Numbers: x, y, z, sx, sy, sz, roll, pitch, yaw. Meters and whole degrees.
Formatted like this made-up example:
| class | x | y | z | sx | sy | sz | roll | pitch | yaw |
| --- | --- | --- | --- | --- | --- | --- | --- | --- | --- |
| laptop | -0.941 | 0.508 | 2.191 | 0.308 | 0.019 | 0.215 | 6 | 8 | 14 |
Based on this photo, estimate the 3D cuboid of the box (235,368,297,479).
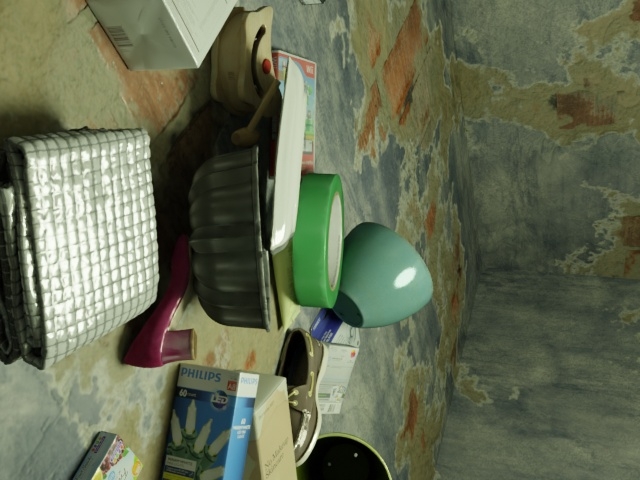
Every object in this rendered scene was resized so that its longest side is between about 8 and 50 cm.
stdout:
| class | x | y | z | sx | sy | sz | roll | pitch | yaw |
| --- | --- | --- | --- | --- | --- | --- | --- | --- | --- |
| box | -0.139 | 0.442 | 1.411 | 0.148 | 0.121 | 0.311 | -42 | 132 | -58 |

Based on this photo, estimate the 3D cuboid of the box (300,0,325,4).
| class | x | y | z | sx | sy | sz | roll | pitch | yaw |
| --- | --- | --- | --- | --- | --- | --- | --- | --- | --- |
| box | -0.051 | -0.690 | 1.512 | 0.270 | 0.060 | 0.217 | 29 | 67 | -65 |

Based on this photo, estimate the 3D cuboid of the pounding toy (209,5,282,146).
| class | x | y | z | sx | sy | sz | roll | pitch | yaw |
| --- | --- | --- | --- | --- | --- | --- | --- | --- | --- |
| pounding toy | -0.111 | -0.316 | 1.314 | 0.154 | 0.154 | 0.270 | -15 | 110 | -63 |

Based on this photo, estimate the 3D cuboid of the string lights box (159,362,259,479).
| class | x | y | z | sx | sy | sz | roll | pitch | yaw |
| --- | --- | --- | --- | --- | --- | --- | --- | --- | --- |
| string lights box | -0.204 | 0.363 | 1.233 | 0.076 | 0.133 | 0.260 | 29 | 66 | -64 |

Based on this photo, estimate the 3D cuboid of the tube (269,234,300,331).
| class | x | y | z | sx | sy | sz | roll | pitch | yaw |
| --- | --- | --- | --- | --- | --- | --- | --- | --- | --- |
| tube | -0.078 | 0.094 | 1.587 | 0.070 | 0.062 | 0.240 | -18 | 121 | -20 |

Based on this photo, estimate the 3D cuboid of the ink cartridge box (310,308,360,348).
| class | x | y | z | sx | sy | sz | roll | pitch | yaw |
| --- | --- | --- | --- | --- | --- | --- | --- | --- | --- |
| ink cartridge box | 0.047 | 0.272 | 1.910 | 0.223 | 0.045 | 0.224 | -55 | 142 | -49 |

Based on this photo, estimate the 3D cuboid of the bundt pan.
| class | x | y | z | sx | sy | sz | roll | pitch | yaw |
| --- | --- | --- | --- | --- | --- | --- | --- | --- | --- |
| bundt pan | -0.158 | 0.001 | 1.195 | 0.331 | 0.124 | 0.331 | 175 | -90 | -87 |

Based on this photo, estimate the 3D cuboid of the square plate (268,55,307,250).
| class | x | y | z | sx | sy | sz | roll | pitch | yaw |
| --- | --- | --- | --- | --- | --- | --- | --- | --- | --- |
| square plate | -0.064 | -0.144 | 1.342 | 0.347 | 0.049 | 0.344 | 142 | -46 | -85 |

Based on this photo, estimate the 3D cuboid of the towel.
| class | x | y | z | sx | sy | sz | roll | pitch | yaw |
| --- | --- | --- | --- | --- | --- | --- | --- | --- | --- |
| towel | -0.336 | -0.006 | 0.896 | 0.235 | 0.121 | 0.284 | -31 | 123 | -60 |

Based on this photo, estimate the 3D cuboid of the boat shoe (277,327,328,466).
| class | x | y | z | sx | sy | sz | roll | pitch | yaw |
| --- | --- | --- | --- | --- | --- | --- | --- | --- | --- |
| boat shoe | -0.057 | 0.357 | 1.579 | 0.097 | 0.116 | 0.325 | 48 | 40 | -37 |

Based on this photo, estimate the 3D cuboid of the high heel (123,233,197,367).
| class | x | y | z | sx | sy | sz | roll | pitch | yaw |
| --- | --- | --- | --- | --- | --- | --- | --- | --- | --- |
| high heel | -0.271 | 0.099 | 1.159 | 0.082 | 0.117 | 0.244 | 92 | -7 | -65 |

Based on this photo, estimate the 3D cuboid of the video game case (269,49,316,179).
| class | x | y | z | sx | sy | sz | roll | pitch | yaw |
| --- | --- | --- | --- | --- | --- | --- | --- | --- | --- |
| video game case | -0.062 | -0.286 | 1.595 | 0.204 | 0.025 | 0.285 | -14 | 106 | -65 |

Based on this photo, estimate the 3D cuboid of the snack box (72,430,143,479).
| class | x | y | z | sx | sy | sz | roll | pitch | yaw |
| --- | --- | --- | --- | --- | --- | --- | --- | --- | --- |
| snack box | -0.339 | 0.382 | 1.045 | 0.100 | 0.037 | 0.141 | 73 | 31 | -43 |

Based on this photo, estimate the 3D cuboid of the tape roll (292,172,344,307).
| class | x | y | z | sx | sy | sz | roll | pitch | yaw |
| --- | --- | --- | --- | --- | --- | --- | --- | --- | --- |
| tape roll | 0.000 | 0.000 | 1.627 | 0.321 | 0.077 | 0.322 | 2 | 90 | -80 |

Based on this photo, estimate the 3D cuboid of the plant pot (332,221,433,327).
| class | x | y | z | sx | sy | sz | roll | pitch | yaw |
| --- | --- | --- | --- | --- | --- | --- | --- | --- | --- |
| plant pot | 0.129 | 0.124 | 1.834 | 0.195 | 0.290 | 0.290 | -40 | 134 | -28 |

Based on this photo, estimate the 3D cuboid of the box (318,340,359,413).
| class | x | y | z | sx | sy | sz | roll | pitch | yaw |
| --- | --- | --- | --- | --- | --- | --- | --- | --- | --- |
| box | 0.025 | 0.365 | 1.802 | 0.145 | 0.038 | 0.186 | 18 | 90 | -53 |

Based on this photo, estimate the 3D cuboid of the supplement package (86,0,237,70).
| class | x | y | z | sx | sy | sz | roll | pitch | yaw |
| --- | --- | --- | --- | --- | --- | --- | --- | --- | --- |
| supplement package | -0.225 | -0.398 | 1.061 | 0.139 | 0.133 | 0.244 | 65 | 37 | -48 |

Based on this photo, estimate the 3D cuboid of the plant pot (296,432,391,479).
| class | x | y | z | sx | sy | sz | roll | pitch | yaw |
| --- | --- | --- | --- | --- | --- | --- | --- | --- | --- |
| plant pot | 0.052 | 0.615 | 1.759 | 0.293 | 0.274 | 0.275 | 45 | 51 | -81 |
